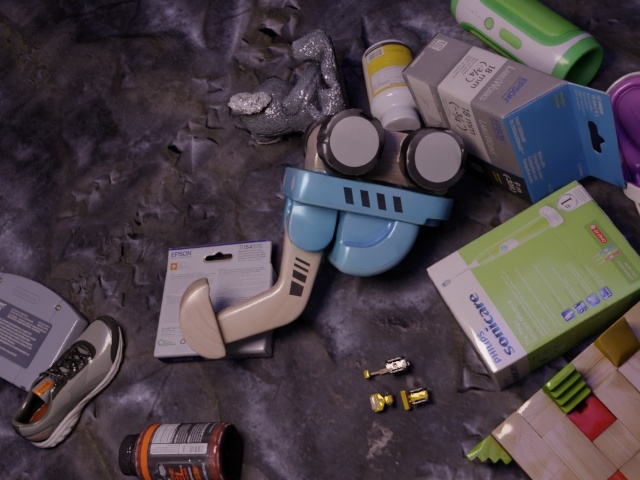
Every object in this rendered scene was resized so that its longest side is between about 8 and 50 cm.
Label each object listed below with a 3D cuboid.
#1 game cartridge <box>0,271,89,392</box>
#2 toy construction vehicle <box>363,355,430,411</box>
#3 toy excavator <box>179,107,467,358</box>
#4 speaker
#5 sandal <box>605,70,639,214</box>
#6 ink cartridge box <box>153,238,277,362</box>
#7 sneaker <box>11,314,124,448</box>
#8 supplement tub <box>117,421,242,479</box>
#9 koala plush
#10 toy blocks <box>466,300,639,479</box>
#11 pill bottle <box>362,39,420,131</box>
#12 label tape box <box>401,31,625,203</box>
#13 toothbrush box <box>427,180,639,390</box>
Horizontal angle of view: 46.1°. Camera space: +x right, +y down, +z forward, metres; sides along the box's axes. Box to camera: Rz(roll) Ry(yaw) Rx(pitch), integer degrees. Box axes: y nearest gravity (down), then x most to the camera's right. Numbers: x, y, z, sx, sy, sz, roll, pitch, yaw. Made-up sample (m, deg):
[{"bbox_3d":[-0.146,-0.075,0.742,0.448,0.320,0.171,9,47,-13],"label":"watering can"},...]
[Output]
[{"bbox_3d":[-0.616,0.177,1.525,0.297,0.062,0.198,19,69,26],"label":"game cartridge"},{"bbox_3d":[0.127,0.243,1.255,0.098,0.035,0.086,-20,72,12],"label":"toy construction vehicle"},{"bbox_3d":[0.000,0.000,1.288,0.433,0.222,0.445,9,94,-12],"label":"toy excavator"},{"bbox_3d":[0.383,-0.394,1.416,0.131,0.131,0.296,-40,60,-3],"label":"speaker"},{"bbox_3d":[0.556,-0.110,1.205,0.169,0.102,0.416,-44,48,30],"label":"sandal"},{"bbox_3d":[-0.193,0.114,1.414,0.223,0.045,0.224,-5,63,16],"label":"ink cartridge box"},{"bbox_3d":[-0.468,0.258,1.404,0.100,0.108,0.271,24,74,29],"label":"sneaker"},{"bbox_3d":[-0.241,0.364,1.277,0.198,0.106,0.106,-6,64,17],"label":"supplement tub"},{"bbox_3d":[-0.058,-0.264,1.472,0.221,0.196,0.203,-13,72,8],"label":"koala plush"},{"bbox_3d":[0.437,0.282,1.064,0.381,0.191,0.261,-40,71,-3],"label":"toy blocks"},{"bbox_3d":[0.142,-0.291,1.460,0.103,0.103,0.184,-14,62,12],"label":"pill bottle"},{"bbox_3d":[0.314,-0.182,1.239,0.106,0.240,0.333,-48,49,-8],"label":"label tape box"},{"bbox_3d":[0.349,0.073,1.206,0.283,0.122,0.206,-31,60,2],"label":"toothbrush box"}]
